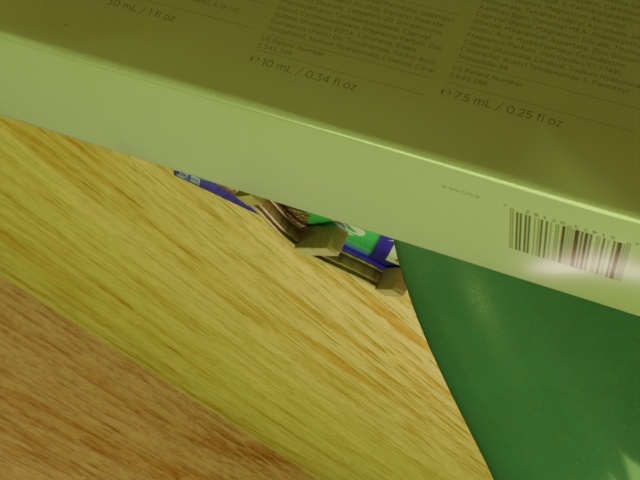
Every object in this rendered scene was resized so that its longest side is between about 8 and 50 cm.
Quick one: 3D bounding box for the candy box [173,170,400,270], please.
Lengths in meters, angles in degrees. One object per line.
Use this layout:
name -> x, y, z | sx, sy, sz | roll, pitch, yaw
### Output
candy box -> 0.044, -0.081, 0.863 | 0.317, 0.122, 0.268 | 25, 159, -3

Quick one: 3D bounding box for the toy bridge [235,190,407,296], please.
toy bridge -> 0.000, 0.000, 0.900 | 0.188, 0.026, 0.063 | 34, 162, -27

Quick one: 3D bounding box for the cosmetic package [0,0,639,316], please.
cosmetic package -> 0.022, -0.156, 0.487 | 0.377, 0.284, 0.097 | 18, 160, 18

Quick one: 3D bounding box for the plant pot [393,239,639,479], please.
plant pot -> 0.178, -0.008, 0.592 | 0.235, 0.293, 0.293 | 58, 156, 1
